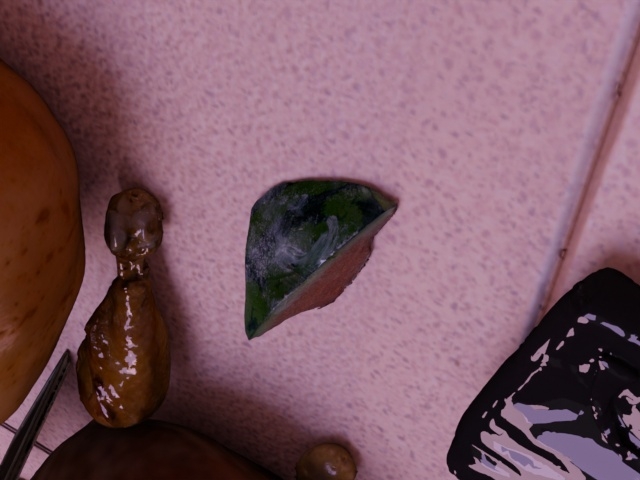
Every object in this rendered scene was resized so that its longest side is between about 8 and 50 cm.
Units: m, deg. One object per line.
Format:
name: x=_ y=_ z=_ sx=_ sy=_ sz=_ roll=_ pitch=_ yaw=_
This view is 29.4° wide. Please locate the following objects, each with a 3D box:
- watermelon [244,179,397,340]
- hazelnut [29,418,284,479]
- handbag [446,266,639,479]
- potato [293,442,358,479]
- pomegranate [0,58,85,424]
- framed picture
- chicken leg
watermelon: x=-0.005 y=-0.001 z=0.932 sx=0.155 sy=0.080 sz=0.101 roll=-43 pitch=60 yaw=54
hazelnut: x=-0.160 y=0.355 z=1.186 sx=0.409 sy=0.359 sz=0.359 roll=-15 pitch=116 yaw=48
handbag: x=0.244 y=0.161 z=0.848 sx=0.275 sy=0.088 sz=0.244 roll=38 pitch=139 yaw=9
potato: x=0.003 y=0.216 z=1.133 sx=0.051 sy=0.040 sz=0.083 roll=36 pitch=143 yaw=-2
pomegranate: x=-0.384 y=0.013 z=0.962 sx=0.410 sy=0.410 sz=0.410 roll=22 pitch=138 yaw=22
framed picture: x=-0.344 y=0.260 z=1.336 sx=0.017 sy=0.217 sz=0.274 roll=26 pitch=145 yaw=-11
chicken leg: x=-0.171 y=0.065 z=1.095 sx=0.107 sy=0.087 sz=0.251 roll=-116 pitch=29 yaw=-47
